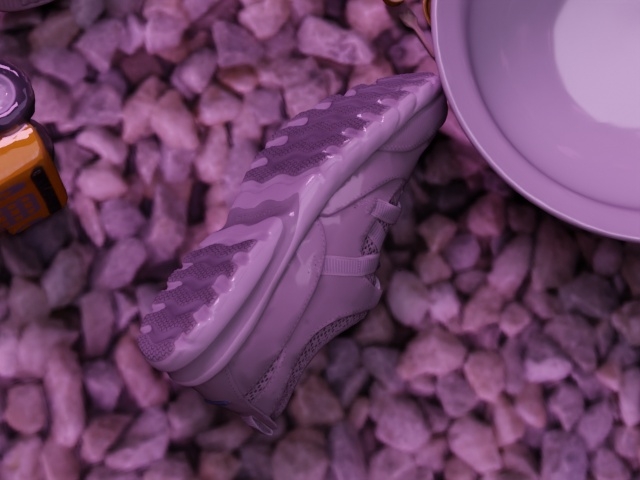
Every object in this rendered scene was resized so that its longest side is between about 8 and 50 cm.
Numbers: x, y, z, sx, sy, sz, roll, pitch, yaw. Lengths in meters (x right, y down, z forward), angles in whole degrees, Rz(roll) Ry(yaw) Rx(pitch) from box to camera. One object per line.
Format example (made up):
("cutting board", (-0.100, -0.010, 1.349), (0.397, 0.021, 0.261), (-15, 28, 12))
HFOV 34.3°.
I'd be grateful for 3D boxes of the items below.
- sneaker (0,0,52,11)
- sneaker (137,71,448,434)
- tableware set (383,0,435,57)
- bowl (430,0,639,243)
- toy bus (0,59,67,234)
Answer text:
("sneaker", (-0.190, -0.286, 0.738), (0.151, 0.094, 0.256), (36, 80, 16))
("sneaker", (0.000, 0.000, 0.694), (0.281, 0.105, 0.115), (-51, 120, -20))
("tableware set", (0.111, -0.218, 0.772), (0.154, 0.024, 0.104), (-39, 88, -6))
("bowl", (0.227, -0.145, 0.704), (0.297, 0.134, 0.298), (0, 92, 9))
("toy bus", (-0.296, -0.145, 0.669), (0.130, 0.108, 0.333), (-31, 81, -14))
